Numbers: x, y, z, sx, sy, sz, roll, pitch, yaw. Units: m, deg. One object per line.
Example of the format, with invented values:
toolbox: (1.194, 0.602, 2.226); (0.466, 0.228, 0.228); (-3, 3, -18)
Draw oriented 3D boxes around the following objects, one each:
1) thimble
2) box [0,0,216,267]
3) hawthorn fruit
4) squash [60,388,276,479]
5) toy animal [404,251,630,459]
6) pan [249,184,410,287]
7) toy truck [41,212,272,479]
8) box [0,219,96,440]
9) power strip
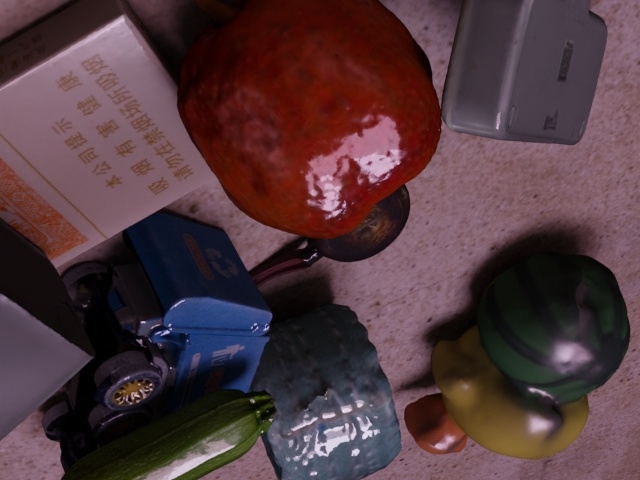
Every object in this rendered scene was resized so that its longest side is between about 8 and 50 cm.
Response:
thimble: (-0.004, 0.177, 1.135); (0.143, 0.198, 0.235); (-21, 173, -8)
box: (-0.272, -0.041, 0.846); (0.365, 0.051, 0.204); (-29, 144, 4)
hawthorn fruit: (-0.029, -0.129, 0.795); (0.207, 0.207, 0.243); (-41, 103, 19)
squash: (-0.142, 0.198, 0.957); (0.219, 0.068, 0.077); (-25, 163, -12)
toy animal: (0.261, 0.165, 1.292); (0.216, 0.191, 0.338); (1, 135, -30)
pan: (0.001, 0.002, 1.071); (0.212, 0.040, 0.115); (-34, 137, 10)
toy truck: (-0.175, 0.140, 1.047); (0.175, 0.146, 0.367); (-8, 140, -29)
box: (-0.289, 0.052, 0.783); (0.135, 0.163, 0.243); (-37, 142, 0)
power strip: (0.185, -0.179, 0.868); (0.265, 0.059, 0.194); (-6, 110, -62)
